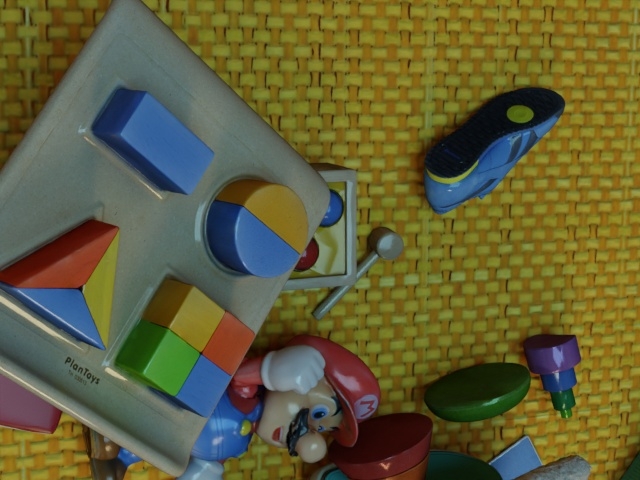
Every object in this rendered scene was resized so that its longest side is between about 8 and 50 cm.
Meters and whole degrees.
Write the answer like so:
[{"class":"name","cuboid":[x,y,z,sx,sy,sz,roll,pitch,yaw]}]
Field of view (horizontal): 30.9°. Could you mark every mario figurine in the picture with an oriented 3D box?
[{"class":"mario figurine","cuboid":[-0.083,0.203,1.228,0.320,0.198,0.170,-12,89,-15]}]

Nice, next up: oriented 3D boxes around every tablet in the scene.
[{"class":"tablet","cuboid":[0.239,0.289,1.461,0.083,0.006,0.054,-33,109,-12]}]

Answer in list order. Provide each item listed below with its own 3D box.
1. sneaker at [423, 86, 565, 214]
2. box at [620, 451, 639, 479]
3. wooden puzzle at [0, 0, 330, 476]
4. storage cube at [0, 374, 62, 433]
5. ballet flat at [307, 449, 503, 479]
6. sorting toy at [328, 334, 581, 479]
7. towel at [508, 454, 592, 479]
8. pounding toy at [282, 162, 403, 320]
[{"class":"sneaker","cuboid":[0.202,-0.105,1.358,0.209,0.069,0.082,-35,143,-21]},{"class":"box","cuboid":[0.426,0.364,1.516,0.100,0.060,0.244,39,84,-22]},{"class":"wooden puzzle","cuboid":[-0.140,0.002,1.048,0.322,0.080,0.348,42,66,-38]},{"class":"storage cube","cuboid":[-0.326,0.054,1.109,0.214,0.183,0.193,16,93,-23]},{"class":"ballet flat","cuboid":[0.095,0.295,1.372,0.248,0.086,0.086,5,97,-21]},{"class":"sorting toy","cuboid":[0.178,0.230,1.349,0.365,0.127,0.126,-23,103,-32]},{"class":"towel","cuboid":[0.171,0.334,1.315,0.187,0.282,0.049,-13,60,-34]},{"class":"pounding toy","cuboid":[0.005,0.009,1.277,0.206,0.094,0.181,-4,100,-20]}]
